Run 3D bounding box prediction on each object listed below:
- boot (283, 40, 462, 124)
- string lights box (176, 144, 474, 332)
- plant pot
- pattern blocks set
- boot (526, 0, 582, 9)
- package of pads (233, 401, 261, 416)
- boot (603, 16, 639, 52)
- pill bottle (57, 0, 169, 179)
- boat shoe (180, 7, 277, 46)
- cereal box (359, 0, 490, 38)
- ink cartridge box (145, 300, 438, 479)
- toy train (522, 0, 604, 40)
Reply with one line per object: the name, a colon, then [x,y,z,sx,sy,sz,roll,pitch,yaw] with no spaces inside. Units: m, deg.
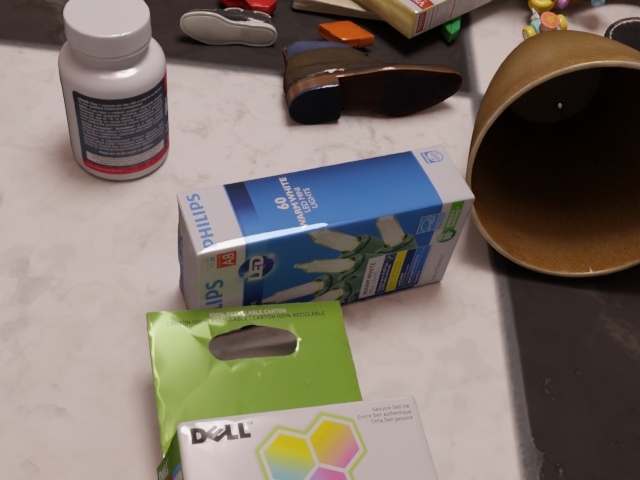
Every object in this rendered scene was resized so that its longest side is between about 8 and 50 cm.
boot: [0.058,-0.211,0.973,0.219,0.082,0.106,-8,54,-12]
string lights box: [0.000,0.000,0.750,0.260,0.133,0.076,-13,54,-18]
plant pot: [0.267,-0.128,0.864,0.237,0.237,0.254,9,34,-1]
pattern blocks set: [0.048,-0.360,1.134,0.325,0.026,0.285,19,50,8]
boot: [0.443,-0.383,1.170,0.281,0.096,0.264,-14,57,-17]
package of pads: [-0.068,0.179,0.655,0.050,0.032,0.083,34,53,15]
boot: [0.415,-0.205,0.876,0.138,0.284,0.377,-10,50,6]
pill bottle: [-0.213,-0.160,0.824,0.108,0.180,0.107,4,50,-5]
boat shoe: [-0.118,-0.281,1.030,0.125,0.046,0.038,2,50,-11]
cereal box: [0.151,-0.380,1.117,0.240,0.047,0.173,-30,60,-29]
ink cartridge box: [-0.027,0.145,0.609,0.189,0.097,0.255,-2,60,-21]
toy train: [0.347,-0.321,1.095,0.125,0.046,0.166,15,71,11]
